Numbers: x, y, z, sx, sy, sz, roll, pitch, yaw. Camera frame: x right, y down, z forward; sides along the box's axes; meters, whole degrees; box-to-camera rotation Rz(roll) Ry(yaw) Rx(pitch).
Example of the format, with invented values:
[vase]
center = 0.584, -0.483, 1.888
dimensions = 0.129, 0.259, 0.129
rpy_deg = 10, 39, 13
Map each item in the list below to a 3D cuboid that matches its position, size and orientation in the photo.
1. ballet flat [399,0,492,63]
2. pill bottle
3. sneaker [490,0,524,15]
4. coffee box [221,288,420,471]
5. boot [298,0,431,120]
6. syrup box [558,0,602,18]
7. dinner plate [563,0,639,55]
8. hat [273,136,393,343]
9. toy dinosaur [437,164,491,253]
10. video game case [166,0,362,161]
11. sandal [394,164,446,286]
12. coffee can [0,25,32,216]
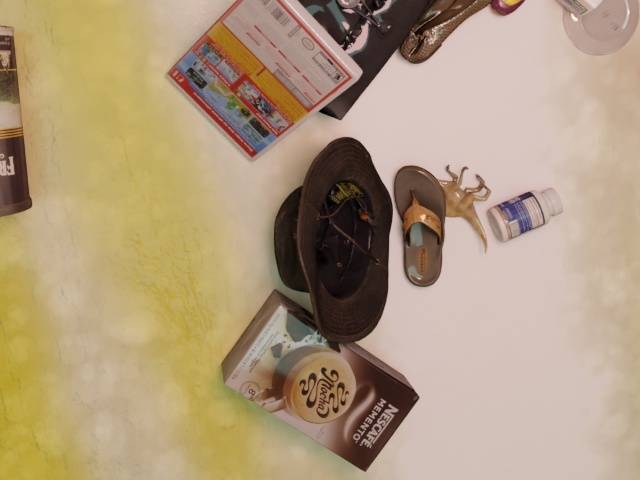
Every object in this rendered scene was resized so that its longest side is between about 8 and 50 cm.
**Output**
[ballet flat]
center = 0.220, -0.397, 1.480
dimensions = 0.250, 0.058, 0.084
rpy_deg = -45, 59, 5
[pill bottle]
center = 0.360, -0.048, 1.576
dimensions = 0.120, 0.067, 0.067
rpy_deg = -23, 103, -4
[sneaker]
center = 0.348, -0.458, 1.486
dimensions = 0.069, 0.084, 0.186
rpy_deg = 30, 95, -13
[coffee box]
center = -0.002, 0.241, 1.552
dimensions = 0.297, 0.119, 0.168
rpy_deg = 34, 94, -13
[boot]
center = 0.023, -0.468, 1.421
dimensions = 0.367, 0.146, 0.445
rpy_deg = 39, 101, -6
[syrup box]
center = 0.480, -0.492, 1.485
dimensions = 0.093, 0.096, 0.237
rpy_deg = 39, 91, -3
[dinner plate]
center = 0.489, -0.392, 1.556
dimensions = 0.141, 0.017, 0.141
rpy_deg = -2, 103, -9
[hat]
center = 0.000, 0.000, 1.470
dimensions = 0.133, 0.331, 0.332
rpy_deg = -1, 104, 30
[toy dinosaur]
center = 0.253, -0.070, 1.574
dimensions = 0.183, 0.053, 0.092
rpy_deg = 44, 108, -6
[video game case]
center = -0.094, -0.259, 1.393
dimensions = 0.204, 0.025, 0.285
rpy_deg = 45, 136, -14
[sandal]
center = 0.169, -0.019, 1.547
dimensions = 0.089, 0.060, 0.220
rpy_deg = 2, 105, 13
[coffee can]
center = -0.551, -0.178, 1.349
dimensions = 0.201, 0.201, 0.276
rpy_deg = -4, 101, -8
